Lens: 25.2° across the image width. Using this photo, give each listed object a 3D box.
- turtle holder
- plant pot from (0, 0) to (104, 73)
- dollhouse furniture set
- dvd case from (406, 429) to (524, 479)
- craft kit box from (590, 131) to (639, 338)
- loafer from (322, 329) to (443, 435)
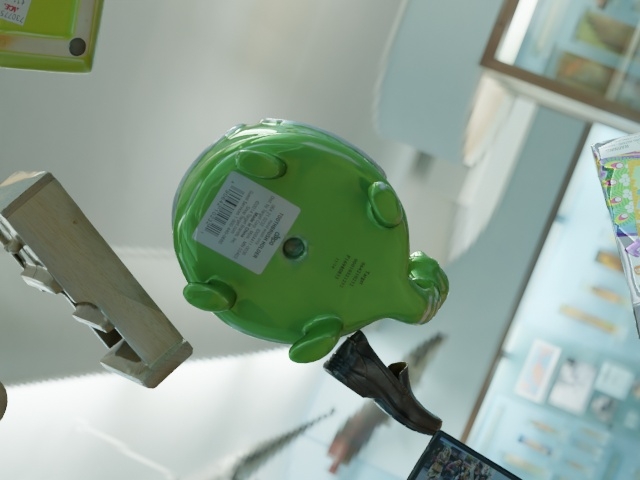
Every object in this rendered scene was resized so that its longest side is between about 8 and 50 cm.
[{"bbox_3d":[-0.005,-0.018,1.589,0.227,0.320,0.243,-109,19,-70],"label":"turtle holder"},{"bbox_3d":[-0.317,-0.273,1.338,0.228,0.207,0.227,2,-74,-33],"label":"plant pot"},{"bbox_3d":[-0.383,0.146,1.549,0.394,0.256,0.362,-43,18,-17],"label":"dollhouse furniture set"},{"bbox_3d":[0.137,0.354,1.525,0.253,0.180,0.022,-57,-10,-11],"label":"dvd case"},{"bbox_3d":[0.409,-0.030,1.400,0.246,0.250,0.061,-94,-14,-46],"label":"craft kit box"},{"bbox_3d":[0.083,0.165,1.617,0.170,0.062,0.061,37,-93,-30],"label":"loafer"}]
